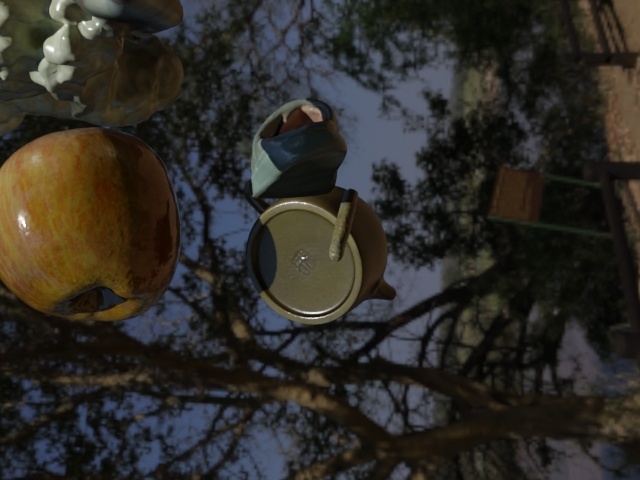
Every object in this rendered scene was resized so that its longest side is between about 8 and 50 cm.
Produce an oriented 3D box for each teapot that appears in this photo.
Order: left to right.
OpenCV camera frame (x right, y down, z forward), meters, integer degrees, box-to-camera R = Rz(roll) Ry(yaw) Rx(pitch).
[{"bbox_3d":[0.000,0.000,1.188,0.185,0.267,0.175,-48,-7,27],"label":"teapot"}]

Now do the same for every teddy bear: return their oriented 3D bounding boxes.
[{"bbox_3d":[-0.203,-0.210,0.534,0.327,0.362,0.375,40,-137,-23],"label":"teddy bear"}]

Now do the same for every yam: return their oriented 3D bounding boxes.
[{"bbox_3d":[0.028,-0.019,0.984,0.116,0.021,0.021,-74,-17,-44],"label":"yam"}]

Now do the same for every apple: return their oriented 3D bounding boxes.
[{"bbox_3d":[-0.309,-0.010,1.107,0.264,0.264,0.264,1,-90,-80],"label":"apple"}]

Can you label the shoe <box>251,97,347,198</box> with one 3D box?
[{"bbox_3d":[-0.028,-0.104,0.906,0.251,0.103,0.100,146,115,-81],"label":"shoe"}]
